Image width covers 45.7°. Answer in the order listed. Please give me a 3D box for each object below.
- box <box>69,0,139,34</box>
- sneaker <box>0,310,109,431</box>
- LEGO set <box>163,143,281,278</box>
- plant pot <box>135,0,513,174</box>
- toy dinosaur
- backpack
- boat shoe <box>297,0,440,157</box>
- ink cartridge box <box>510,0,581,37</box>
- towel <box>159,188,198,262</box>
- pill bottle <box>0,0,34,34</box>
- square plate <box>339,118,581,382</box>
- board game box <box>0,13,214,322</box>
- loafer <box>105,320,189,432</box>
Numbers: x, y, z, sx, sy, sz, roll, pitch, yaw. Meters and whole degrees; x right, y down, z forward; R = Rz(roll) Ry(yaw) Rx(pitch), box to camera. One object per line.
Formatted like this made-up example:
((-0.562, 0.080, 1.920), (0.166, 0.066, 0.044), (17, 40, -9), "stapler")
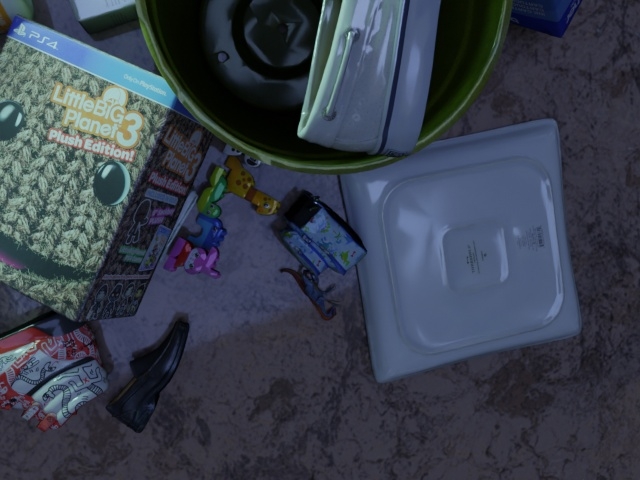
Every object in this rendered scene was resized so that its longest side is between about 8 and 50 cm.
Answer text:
((-0.276, -0.325, 0.954), (0.087, 0.101, 0.101), (-21, 100, -7), "box")
((-0.420, 0.201, 1.005), (0.270, 0.090, 0.144), (-24, 99, -10), "sneaker")
((-0.111, -0.044, 1.030), (0.093, 0.087, 0.227), (27, 92, 2), "LEGO set")
((-0.020, -0.269, 0.883), (0.367, 0.353, 0.366), (-1, 98, -10), "plant pot")
((-0.006, 0.077, 1.106), (0.090, 0.047, 0.082), (3, 109, 22), "toy dinosaur")
((0.000, 0.000, 1.052), (0.114, 0.105, 0.084), (43, 89, -14), "backpack")
((0.022, -0.259, 0.655), (0.157, 0.136, 0.366), (4, 107, -8), "boat shoe")
((0.284, -0.444, 0.947), (0.151, 0.395, 0.269), (28, 90, 25), "ink cartridge box")
((-0.246, -0.050, 1.006), (0.152, 0.023, 0.113), (31, 92, 18), "towel")
((-0.498, -0.292, 0.885), (0.279, 0.162, 0.162), (-19, 101, -7), "pill bottle")
((0.221, 0.017, 1.126), (0.344, 0.049, 0.347), (-12, 100, -9), "square plate")
((-0.295, -0.081, 0.923), (0.232, 0.141, 0.290), (24, 93, 12), "board game box")
((-0.238, 0.183, 1.054), (0.061, 0.062, 0.170), (28, 90, -9), "loafer")
